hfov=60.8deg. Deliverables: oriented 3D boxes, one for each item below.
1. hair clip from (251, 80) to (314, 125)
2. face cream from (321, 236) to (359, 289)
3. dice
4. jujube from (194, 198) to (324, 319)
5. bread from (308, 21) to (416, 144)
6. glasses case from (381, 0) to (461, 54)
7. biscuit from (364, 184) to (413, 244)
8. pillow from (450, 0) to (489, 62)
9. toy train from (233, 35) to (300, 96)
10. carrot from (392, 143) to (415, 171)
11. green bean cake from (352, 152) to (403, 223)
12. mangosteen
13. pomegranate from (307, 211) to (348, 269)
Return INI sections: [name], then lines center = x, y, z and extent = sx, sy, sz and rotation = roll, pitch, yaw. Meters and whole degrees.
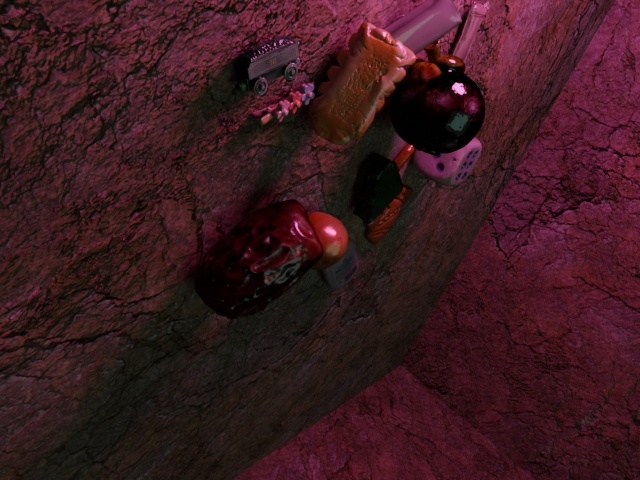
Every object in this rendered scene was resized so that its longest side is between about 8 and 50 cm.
[hair clip]
center = -0.075, -0.337, 1.344
extent = 0.214, 0.056, 0.062
rotation = -35, 150, -30
[face cream]
center = 0.065, 0.063, 2.037
extent = 0.163, 0.080, 0.337
rotation = -44, 152, -13
[dice]
center = 0.485, -0.330, 2.092
extent = 0.194, 0.192, 0.193
rotation = -14, 136, -53
[jujube]
center = -0.158, 0.053, 1.488
extent = 0.377, 0.258, 0.258
rotation = -47, 153, -7
[bread]
center = 0.091, -0.400, 1.423
extent = 0.311, 0.173, 0.121
rotation = -53, -167, 14
[glasses case]
center = 0.236, -0.569, 1.508
extent = 0.308, 0.083, 0.128
rotation = -35, 132, -5
[biscuit]
center = 0.261, -0.101, 2.185
extent = 0.284, 0.043, 0.306
rotation = -25, 143, -42
[pillow]
center = 0.496, -0.688, 1.834
extent = 0.130, 0.038, 0.233
rotation = -26, 144, -47
[toy train]
center = -0.117, -0.389, 1.206
extent = 0.172, 0.070, 0.099
rotation = -35, 142, -28
[carrot]
center = 0.311, -0.318, 1.997
extent = 0.139, 0.048, 0.048
rotation = -51, 154, -7
[green bean cake]
center = 0.181, -0.183, 1.889
extent = 0.193, 0.107, 0.208
rotation = -45, 152, -8
[mangosteen]
center = 0.369, -0.423, 1.705
extent = 0.297, 0.297, 0.313
rotation = 61, 44, -62
[pomegranate]
center = -0.002, 0.004, 1.744
extent = 0.191, 0.191, 0.191
rotation = -38, 150, -26
